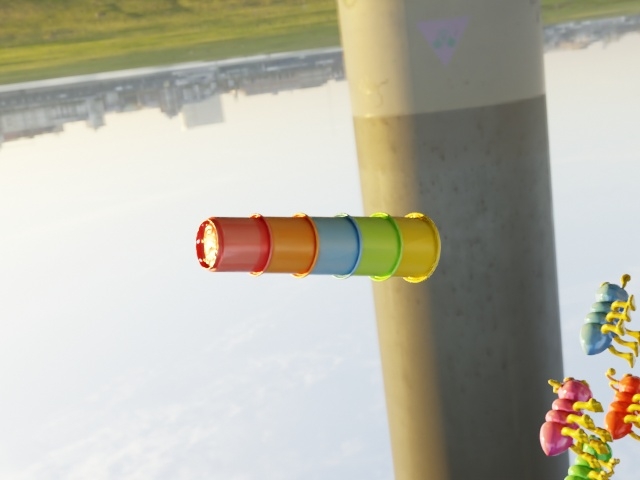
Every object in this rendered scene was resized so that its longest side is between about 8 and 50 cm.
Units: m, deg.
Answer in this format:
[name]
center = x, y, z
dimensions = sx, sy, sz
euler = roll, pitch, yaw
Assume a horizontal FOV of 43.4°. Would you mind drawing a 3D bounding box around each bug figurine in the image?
[bug figurine]
center = 0.317, 0.181, 0.908
dimensions = 0.072, 0.279, 0.216
euler = 13, -123, 38

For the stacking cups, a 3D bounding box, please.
[stacking cups]
center = 0.000, 0.000, 0.991
dimensions = 0.316, 0.096, 0.096
euler = 4, -176, -34
